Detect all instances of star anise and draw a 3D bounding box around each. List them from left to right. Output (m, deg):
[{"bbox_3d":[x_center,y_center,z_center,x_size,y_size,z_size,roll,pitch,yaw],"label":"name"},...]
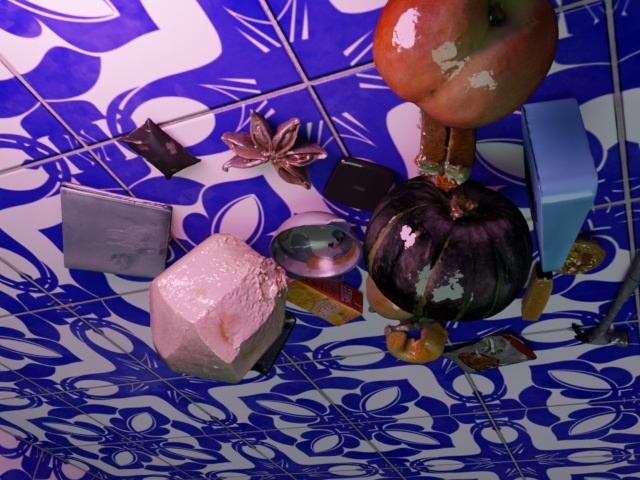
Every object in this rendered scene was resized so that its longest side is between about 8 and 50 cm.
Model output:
[{"bbox_3d":[-0.087,-0.184,1.263,0.207,0.063,0.172,11,139,-2],"label":"star anise"}]

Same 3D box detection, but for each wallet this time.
[{"bbox_3d":[-0.479,-0.014,1.547,0.251,0.054,0.291,10,138,-12],"label":"wallet"}]

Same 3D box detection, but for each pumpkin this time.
[{"bbox_3d":[0.244,0.016,1.269,0.322,0.323,0.242,10,122,-6],"label":"pumpkin"}]

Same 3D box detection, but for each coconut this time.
[{"bbox_3d":[-0.240,0.164,1.486,0.297,0.309,0.298,32,150,21],"label":"coconut"}]

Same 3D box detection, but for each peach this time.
[{"bbox_3d":[0.203,-0.284,0.950,0.252,0.253,0.253,4,143,3],"label":"peach"}]

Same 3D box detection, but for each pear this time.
[{"bbox_3d":[0.178,0.102,1.519,0.136,0.167,0.167,7,144,12],"label":"pear"}]

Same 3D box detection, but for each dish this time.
[{"bbox_3d":[-0.210,0.237,1.792,0.243,0.182,0.080,31,175,-28],"label":"dish"},{"bbox_3d":[0.000,0.000,1.470,0.236,0.086,0.228,-23,136,32],"label":"dish"}]

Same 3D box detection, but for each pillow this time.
[{"bbox_3d":[-0.320,-0.180,1.305,0.090,0.048,0.150,-11,145,34],"label":"pillow"}]

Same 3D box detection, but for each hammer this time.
[{"bbox_3d":[0.741,0.143,1.600,0.152,0.044,0.427,5,142,3],"label":"hammer"}]

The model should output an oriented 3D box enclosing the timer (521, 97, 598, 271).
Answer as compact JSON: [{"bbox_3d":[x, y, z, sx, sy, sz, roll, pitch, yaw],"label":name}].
[{"bbox_3d":[0.415,-0.095,1.169,0.091,0.232,0.250,-6,143,11],"label":"timer"}]

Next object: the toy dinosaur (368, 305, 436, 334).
[{"bbox_3d":[0.239,0.189,1.637,0.162,0.077,0.294,-6,-178,-21],"label":"toy dinosaur"}]

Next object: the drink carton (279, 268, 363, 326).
[{"bbox_3d":[-0.002,0.134,1.661,0.222,0.071,0.096,31,135,-29],"label":"drink carton"}]

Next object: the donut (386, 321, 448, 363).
[{"bbox_3d":[0.270,0.289,1.829,0.181,0.078,0.146,-12,137,25],"label":"donut"}]

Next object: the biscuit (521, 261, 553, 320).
[{"bbox_3d":[0.522,0.125,1.591,0.052,0.056,0.188,1,142,3],"label":"biscuit"}]

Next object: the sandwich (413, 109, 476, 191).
[{"bbox_3d":[0.212,-0.151,1.163,0.109,0.185,0.160,12,140,4],"label":"sandwich"}]

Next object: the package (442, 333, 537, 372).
[{"bbox_3d":[0.478,0.325,1.884,0.239,0.030,0.154,-26,131,36],"label":"package"}]

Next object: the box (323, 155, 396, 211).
[{"bbox_3d":[0.080,-0.118,1.355,0.126,0.027,0.125,16,140,-11],"label":"box"}]

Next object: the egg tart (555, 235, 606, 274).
[{"bbox_3d":[0.564,0.027,1.457,0.130,0.052,0.130,5,144,4],"label":"egg tart"}]
